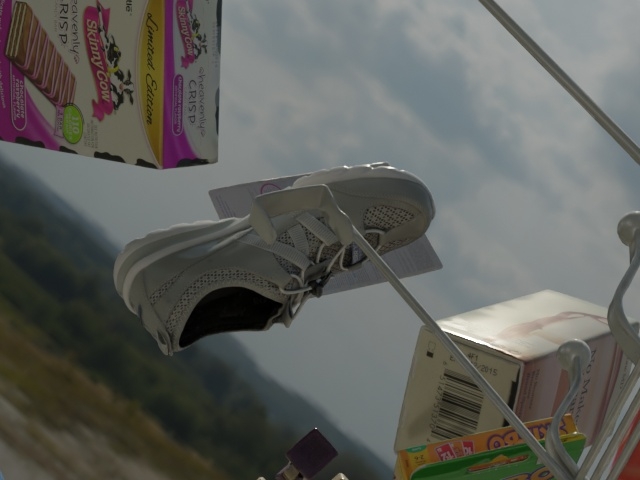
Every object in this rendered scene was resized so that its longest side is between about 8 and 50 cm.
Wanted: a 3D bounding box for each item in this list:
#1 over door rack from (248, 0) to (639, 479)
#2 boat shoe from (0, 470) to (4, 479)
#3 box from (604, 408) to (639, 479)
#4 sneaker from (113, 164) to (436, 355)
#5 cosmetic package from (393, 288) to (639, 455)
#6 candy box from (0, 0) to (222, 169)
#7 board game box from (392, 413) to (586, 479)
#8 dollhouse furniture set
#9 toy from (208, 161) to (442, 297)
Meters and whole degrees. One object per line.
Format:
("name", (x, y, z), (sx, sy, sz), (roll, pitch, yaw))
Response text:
("over door rack", (0.121, -0.017, 0.982), (0.324, 0.108, 0.240), (41, -43, 24))
("boat shoe", (-0.434, 0.217, 1.899), (0.109, 0.089, 0.258), (53, -7, -28))
("box", (0.327, 0.289, 1.635), (0.154, 0.142, 0.300), (23, -37, 10))
("sneaker", (-0.027, 0.028, 1.461), (0.105, 0.281, 0.115), (80, -13, -50))
("cosmetic package", (0.217, 0.155, 1.859), (0.129, 0.153, 0.296), (19, 17, 30))
("candy box", (-0.188, -0.152, 1.428), (0.233, 0.159, 0.071), (11, 14, 39))
("board game box", (0.108, 0.194, 1.232), (0.259, 0.124, 0.039), (97, -21, -61))
("dollhouse furniture set", (-0.003, 0.262, 1.700), (0.114, 0.091, 0.081), (47, -14, 9))
("toy", (0.000, 0.000, 1.779), (0.137, 0.237, 0.056), (64, -36, 19))
